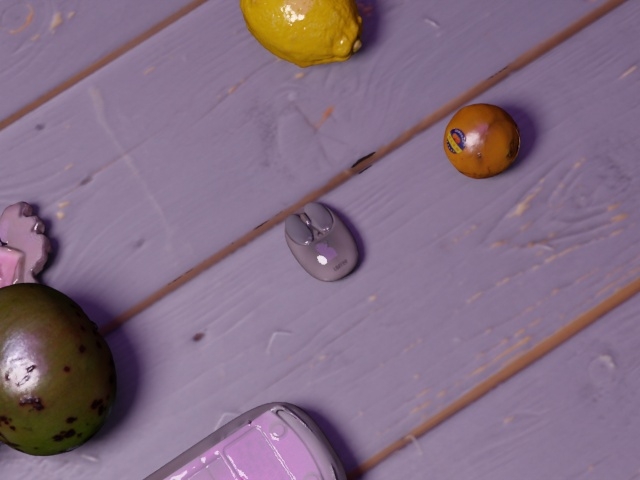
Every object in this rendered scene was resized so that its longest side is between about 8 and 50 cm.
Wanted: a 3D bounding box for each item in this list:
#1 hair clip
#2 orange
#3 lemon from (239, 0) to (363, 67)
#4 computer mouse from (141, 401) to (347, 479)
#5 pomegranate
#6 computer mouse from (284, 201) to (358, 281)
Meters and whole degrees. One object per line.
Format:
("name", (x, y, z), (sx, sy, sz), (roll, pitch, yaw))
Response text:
("hair clip", (-0.448, 0.013, 1.615), (0.300, 0.069, 0.173), (14, 78, 1))
("orange", (0.172, -0.106, 1.570), (0.083, 0.083, 0.084), (-2, 70, 7))
("lemon", (-0.020, -0.253, 1.631), (0.155, 0.114, 0.114), (38, 79, 14))
("computer mouse", (-0.120, 0.289, 1.474), (0.310, 0.072, 0.158), (-34, 71, -5))
("pomegranate", (-0.315, 0.136, 1.498), (0.210, 0.179, 0.179), (-11, 70, -2))
("computer mouse", (0.000, 0.000, 1.576), (0.066, 0.039, 0.096), (-33, 69, -5))
